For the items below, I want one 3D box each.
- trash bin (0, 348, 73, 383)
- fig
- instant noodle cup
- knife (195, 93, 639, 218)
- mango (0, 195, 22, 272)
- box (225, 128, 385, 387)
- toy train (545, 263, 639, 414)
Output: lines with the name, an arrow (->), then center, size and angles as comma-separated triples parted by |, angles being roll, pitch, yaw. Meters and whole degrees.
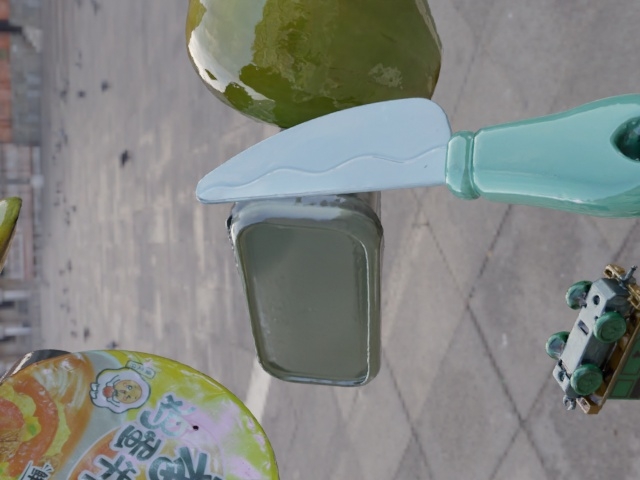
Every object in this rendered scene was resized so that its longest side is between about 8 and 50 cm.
trash bin -> -0.386, 0.300, 1.226 | 0.334, 0.214, 0.214 | -72, -7, -58
fig -> -0.008, -0.195, 0.857 | 0.207, 0.230, 0.207 | -29, 52, 45
instant noodle cup -> -0.178, 0.252, 0.820 | 0.264, 0.264, 0.200 | -112, 31, -48
knife -> 0.048, -0.044, 0.477 | 0.034, 0.260, 0.063 | 39, -121, -55
mango -> -0.379, 0.024, 1.069 | 0.187, 0.066, 0.101 | -49, 24, 28
box -> 0.000, 0.000, 0.948 | 0.274, 0.138, 0.178 | 87, -170, -49
toy train -> 0.383, 0.132, 1.268 | 0.091, 0.136, 0.228 | -117, 40, -57
